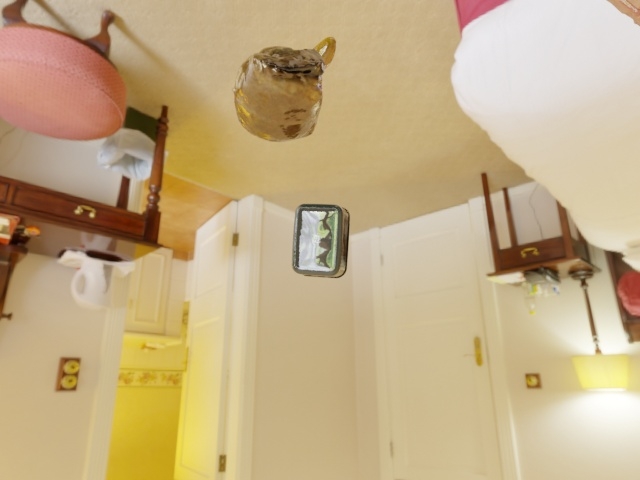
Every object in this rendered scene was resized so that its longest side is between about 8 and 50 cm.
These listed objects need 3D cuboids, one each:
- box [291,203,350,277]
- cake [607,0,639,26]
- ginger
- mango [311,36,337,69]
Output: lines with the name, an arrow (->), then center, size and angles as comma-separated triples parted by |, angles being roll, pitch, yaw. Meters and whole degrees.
box -> 0.000, 0.000, 1.200 | 0.144, 0.201, 0.090 | 4, 176, 14
cake -> 0.693, -0.618, 0.799 | 0.306, 0.293, 0.314 | -31, 162, 10
ginger -> -0.096, -0.324, 1.010 | 0.200, 0.269, 0.223 | 7, 123, -4
mango -> 0.004, -0.527, 1.261 | 0.060, 0.080, 0.114 | 35, 115, -31
